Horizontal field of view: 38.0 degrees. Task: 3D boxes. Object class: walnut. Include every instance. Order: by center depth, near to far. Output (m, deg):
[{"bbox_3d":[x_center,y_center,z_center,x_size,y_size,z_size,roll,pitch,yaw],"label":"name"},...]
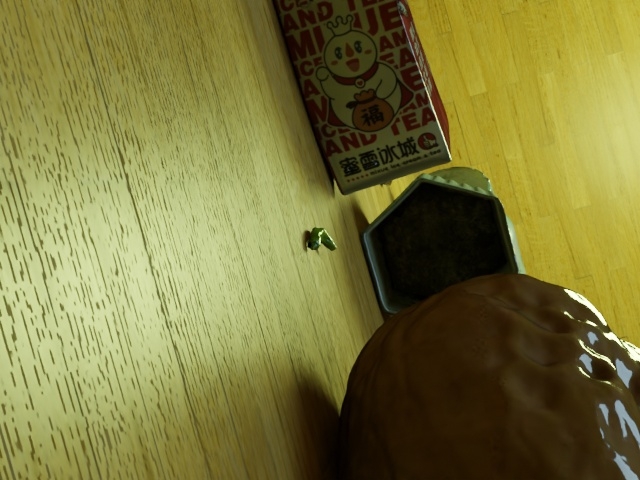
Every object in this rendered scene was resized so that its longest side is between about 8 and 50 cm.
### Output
[{"bbox_3d":[0.175,0.219,0.802,0.354,0.308,0.398,33,26,-20],"label":"walnut"}]

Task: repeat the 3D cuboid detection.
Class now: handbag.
[{"bbox_3d":[0.051,-0.226,1.207,0.151,0.171,0.298,-82,151,-57],"label":"handbag"}]

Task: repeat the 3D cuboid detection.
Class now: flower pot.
[{"bbox_3d":[0.184,0.013,1.428,0.189,0.239,0.209,-44,148,-80],"label":"flower pot"}]

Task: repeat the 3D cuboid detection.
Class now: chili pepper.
[{"bbox_3d":[-0.001,0.000,0.983,0.083,0.017,0.030,-20,95,-77],"label":"chili pepper"}]

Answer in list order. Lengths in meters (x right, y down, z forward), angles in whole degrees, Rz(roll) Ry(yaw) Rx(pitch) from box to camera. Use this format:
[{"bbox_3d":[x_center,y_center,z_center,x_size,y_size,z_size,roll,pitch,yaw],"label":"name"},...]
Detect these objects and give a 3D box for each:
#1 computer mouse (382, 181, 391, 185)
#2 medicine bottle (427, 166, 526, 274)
[{"bbox_3d":[0.118,-0.233,1.885,0.126,0.056,0.245,-65,140,-74],"label":"computer mouse"},{"bbox_3d":[0.316,0.003,2.088,0.245,0.245,0.290,-93,162,-50],"label":"medicine bottle"}]
